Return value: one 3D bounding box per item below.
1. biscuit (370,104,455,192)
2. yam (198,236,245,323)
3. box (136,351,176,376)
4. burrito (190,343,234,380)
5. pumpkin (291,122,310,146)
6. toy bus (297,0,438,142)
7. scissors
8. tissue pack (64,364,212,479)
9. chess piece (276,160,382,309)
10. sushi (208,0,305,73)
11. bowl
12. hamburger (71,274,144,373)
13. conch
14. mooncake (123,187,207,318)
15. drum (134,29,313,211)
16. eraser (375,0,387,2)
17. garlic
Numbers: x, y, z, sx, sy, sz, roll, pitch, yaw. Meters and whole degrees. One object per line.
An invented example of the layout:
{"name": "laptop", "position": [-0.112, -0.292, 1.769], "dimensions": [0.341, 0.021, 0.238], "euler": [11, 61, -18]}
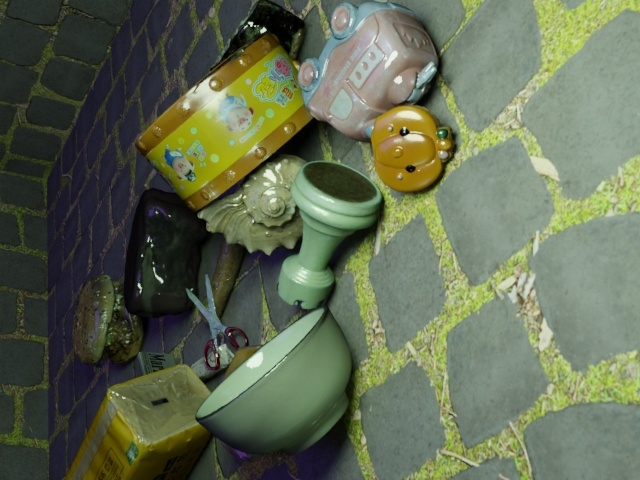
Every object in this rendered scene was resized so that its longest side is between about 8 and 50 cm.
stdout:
{"name": "biscuit", "position": [0.174, -0.173, 1.450], "dimensions": [0.170, 0.050, 0.170], "euler": [8, 110, 22]}
{"name": "yam", "position": [-0.256, 0.062, 2.089], "dimensions": [0.081, 0.081, 0.357], "euler": [43, 117, 53]}
{"name": "box", "position": [-0.482, 0.410, 2.295], "dimensions": [0.036, 0.115, 0.177], "euler": [-60, 37, 25]}
{"name": "burrito", "position": [-0.305, 0.343, 2.097], "dimensions": [0.203, 0.064, 0.064], "euler": [-36, 52, 45]}
{"name": "pumpkin", "position": [-0.057, -0.278, 1.927], "dimensions": [0.083, 0.028, 0.050], "euler": [-56, 37, 25]}
{"name": "toy bus", "position": [0.110, -0.324, 1.548], "dimensions": [0.294, 0.197, 0.232], "euler": [-53, 52, 32]}
{"name": "scissors", "position": [-0.290, 0.213, 2.047], "dimensions": [0.144, 0.017, 0.248], "euler": [-35, 67, 17]}
{"name": "tissue pack", "position": [-0.478, 0.558, 2.056], "dimensions": [0.228, 0.293, 0.382], "euler": [45, 121, 23]}
{"name": "chess piece", "position": [0.000, 0.000, 1.634], "dimensions": [0.194, 0.194, 0.299], "euler": [57, 136, 47]}
{"name": "sushi", "position": [-0.173, -0.486, 2.023], "dimensions": [0.350, 0.171, 0.211], "euler": [-35, 25, 52]}
{"name": "bowl", "position": [-0.064, 0.312, 1.560], "dimensions": [0.185, 0.354, 0.354], "euler": [50, 138, -4]}
{"name": "hamburger", "position": [-0.740, 0.301, 2.655], "dimensions": [0.318, 0.195, 0.277], "euler": [-60, 36, 30]}
{"name": "conch", "position": [-0.130, -0.065, 1.802], "dimensions": [0.352, 0.297, 0.210], "euler": [81, 171, -83]}
{"name": "mooncake", "position": [-0.473, 0.034, 2.302], "dimensions": [0.350, 0.212, 0.381], "euler": [42, 119, 58]}
{"name": "drum", "position": [-0.211, -0.273, 1.771], "dimensions": [0.431, 0.214, 0.431], "euler": [-39, 12, 10]}
{"name": "eraser", "position": [0.088, -0.633, 1.744], "dimensions": [0.052, 0.095, 0.225], "euler": [-54, 41, 34]}
{"name": "garlic", "position": [-0.179, 0.395, 1.841], "dimensions": [0.143, 0.112, 0.318], "euler": [-25, 51, 26]}
